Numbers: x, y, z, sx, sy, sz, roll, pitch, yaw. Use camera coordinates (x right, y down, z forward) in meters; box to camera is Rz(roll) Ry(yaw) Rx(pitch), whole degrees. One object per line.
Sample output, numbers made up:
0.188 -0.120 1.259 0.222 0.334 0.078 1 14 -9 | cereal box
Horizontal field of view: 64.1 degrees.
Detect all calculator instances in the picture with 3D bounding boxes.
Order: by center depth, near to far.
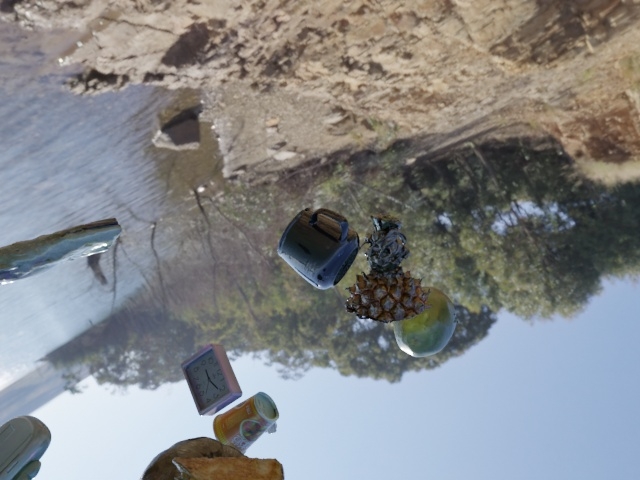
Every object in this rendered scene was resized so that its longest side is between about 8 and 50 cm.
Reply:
-0.696 0.483 1.140 0.299 0.041 0.185 3 -136 49 | calculator

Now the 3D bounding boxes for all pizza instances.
-0.165 0.417 0.863 0.199 0.062 0.188 13 -172 17 | pizza

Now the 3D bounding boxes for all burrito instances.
-0.486 0.030 0.858 0.309 0.066 0.096 -26 -176 -34 | burrito

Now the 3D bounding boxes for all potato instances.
0.343 0.268 1.699 0.216 0.215 0.304 -28 179 31 | potato

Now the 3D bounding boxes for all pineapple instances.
0.191 0.061 1.452 0.263 0.271 0.262 -2 -165 0 | pineapple

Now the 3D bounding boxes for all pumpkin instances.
-0.260 0.545 1.152 0.242 0.325 0.232 -53 -148 16 | pumpkin

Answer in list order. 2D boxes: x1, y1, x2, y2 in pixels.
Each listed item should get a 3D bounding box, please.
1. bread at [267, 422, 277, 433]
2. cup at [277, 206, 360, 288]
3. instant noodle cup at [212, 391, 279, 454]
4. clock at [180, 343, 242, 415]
-0.221 0.683 1.995 0.082 0.106 0.125 -19 -139 -7 | bread
0.000 0.000 1.252 0.169 0.177 0.223 -42 159 -38 | cup
-0.246 0.617 1.745 0.185 0.168 0.168 -41 -179 14 | instant noodle cup
-0.361 0.457 1.680 0.150 0.197 0.063 -35 154 12 | clock
